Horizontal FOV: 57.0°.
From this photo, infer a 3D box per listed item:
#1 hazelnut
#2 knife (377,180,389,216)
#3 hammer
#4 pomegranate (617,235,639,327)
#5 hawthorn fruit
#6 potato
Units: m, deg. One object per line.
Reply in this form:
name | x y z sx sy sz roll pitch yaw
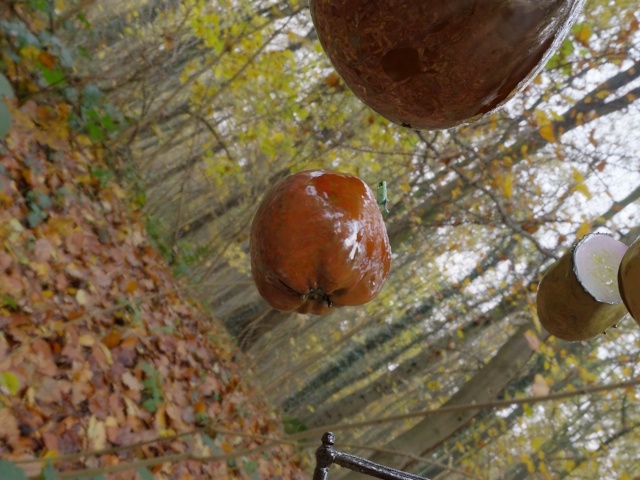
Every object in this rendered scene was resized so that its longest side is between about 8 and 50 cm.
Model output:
hazelnut | 0.169 -0.307 0.761 0.315 0.372 0.372 63 -14 -17
knife | 0.131 -0.090 1.326 0.015 0.054 0.212 47 21 -14
hammer | 0.078 0.291 0.725 0.178 0.065 0.021 17 -13 0
pomegranate | 0.735 0.061 1.111 0.342 0.342 0.342 53 -13 18
hawthorn fruit | 0.000 0.000 0.715 0.189 0.189 0.189 53 -13 18
potato | 0.666 0.145 1.507 0.229 0.229 0.266 52 -33 23
